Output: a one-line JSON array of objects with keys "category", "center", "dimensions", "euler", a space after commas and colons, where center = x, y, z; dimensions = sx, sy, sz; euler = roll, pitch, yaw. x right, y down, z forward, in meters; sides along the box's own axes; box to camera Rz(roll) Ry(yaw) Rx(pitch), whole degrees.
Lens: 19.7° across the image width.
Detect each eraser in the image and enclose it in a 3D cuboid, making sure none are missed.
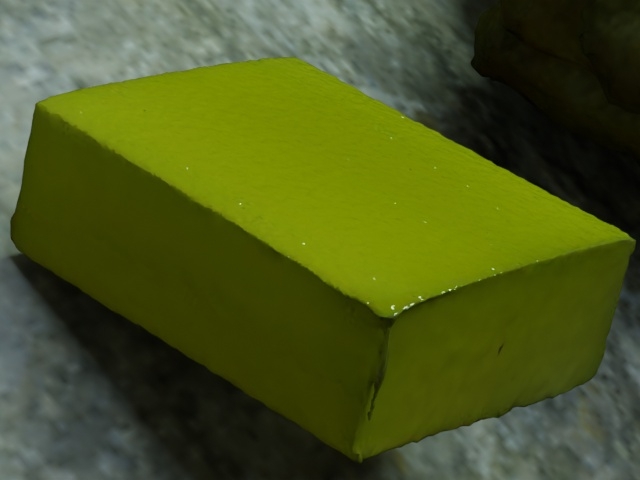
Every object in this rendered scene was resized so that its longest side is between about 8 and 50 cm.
[{"category": "eraser", "center": [0.000, 0.000, 0.456], "dimensions": [0.122, 0.045, 0.097], "euler": [30, 29, 33]}]

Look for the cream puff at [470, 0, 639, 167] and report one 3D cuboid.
[{"category": "cream puff", "center": [0.151, -0.105, 0.597], "dimensions": [0.244, 0.244, 0.196], "euler": [38, 83, 5]}]
